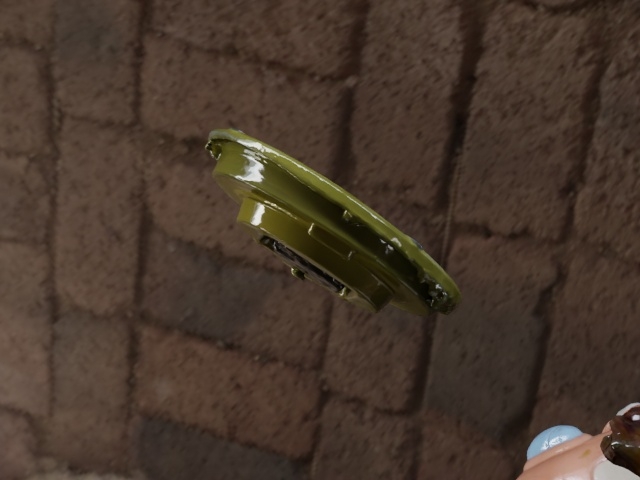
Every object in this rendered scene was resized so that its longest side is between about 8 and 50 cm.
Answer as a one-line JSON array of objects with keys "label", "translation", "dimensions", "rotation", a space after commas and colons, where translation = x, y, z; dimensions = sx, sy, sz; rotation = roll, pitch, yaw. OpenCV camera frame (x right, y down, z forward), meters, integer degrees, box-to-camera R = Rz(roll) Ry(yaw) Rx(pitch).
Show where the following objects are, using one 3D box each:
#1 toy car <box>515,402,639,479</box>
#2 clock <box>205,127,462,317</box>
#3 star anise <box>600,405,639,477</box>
[{"label": "toy car", "translation": [0.283, 0.259, 1.181], "dimensions": [0.212, 0.270, 0.180], "rotation": [69, 153, 18]}, {"label": "clock", "translation": [0.000, 0.000, 1.002], "dimensions": [0.237, 0.237, 0.057], "rotation": [33, 82, 9]}, {"label": "star anise", "translation": [0.277, 0.153, 0.847], "dimensions": [0.220, 0.126, 0.190], "rotation": [-44, 97, 3]}]
